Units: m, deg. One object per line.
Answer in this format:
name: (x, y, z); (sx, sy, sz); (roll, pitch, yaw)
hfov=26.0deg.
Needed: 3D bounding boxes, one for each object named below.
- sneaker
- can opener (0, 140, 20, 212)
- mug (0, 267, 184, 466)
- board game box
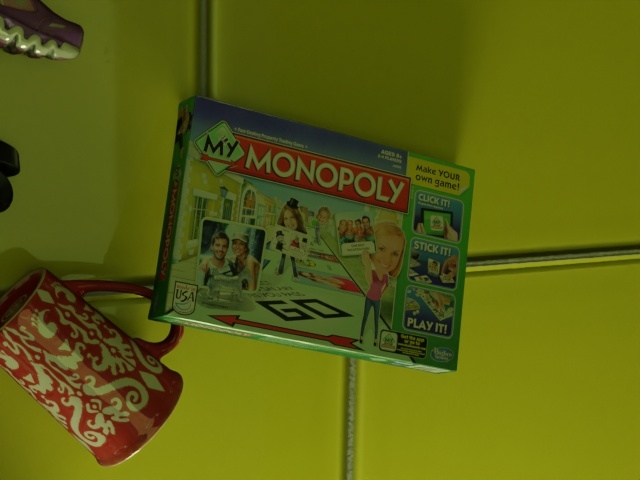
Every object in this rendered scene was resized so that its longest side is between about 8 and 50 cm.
sneaker: (-0.302, -0.231, 1.179); (0.236, 0.095, 0.104); (24, 82, -26)
can opener: (-0.358, -0.061, 1.213); (0.186, 0.073, 0.059); (7, 136, -22)
mug: (-0.219, 0.101, 1.287); (0.169, 0.113, 0.150); (44, 45, -21)
board game box: (0.000, 0.000, 1.350); (0.317, 0.046, 0.213); (12, 77, -26)
